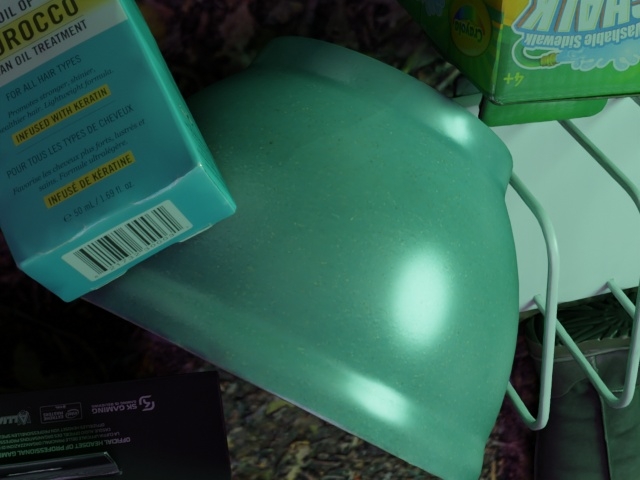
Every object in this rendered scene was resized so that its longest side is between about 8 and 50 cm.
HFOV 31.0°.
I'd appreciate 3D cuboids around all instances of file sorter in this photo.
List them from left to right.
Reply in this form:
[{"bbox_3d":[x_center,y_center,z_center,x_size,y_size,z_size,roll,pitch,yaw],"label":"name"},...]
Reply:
[{"bbox_3d":[0.247,-0.003,0.827,0.278,0.173,0.192,-12,125,-12],"label":"file sorter"}]

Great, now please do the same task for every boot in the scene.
[{"bbox_3d":[0.265,0.145,0.976,0.190,0.076,0.208,-6,120,15],"label":"boot"}]

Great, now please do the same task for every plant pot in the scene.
[{"bbox_3d":[0.000,0.000,0.705,0.293,0.293,0.196,31,81,-32],"label":"plant pot"}]

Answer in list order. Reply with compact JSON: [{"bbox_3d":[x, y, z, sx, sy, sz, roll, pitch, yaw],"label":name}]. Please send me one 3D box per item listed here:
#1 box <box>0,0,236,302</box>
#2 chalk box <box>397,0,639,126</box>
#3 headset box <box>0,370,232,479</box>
[{"bbox_3d":[-0.140,-0.099,0.593,0.101,0.244,0.060,-29,157,1],"label":"box"},{"bbox_3d":[0.154,-0.190,0.671,0.180,0.179,0.289,-8,123,-14],"label":"chalk box"},{"bbox_3d":[-0.180,0.164,0.729,0.218,0.110,0.293,-5,165,-15],"label":"headset box"}]
